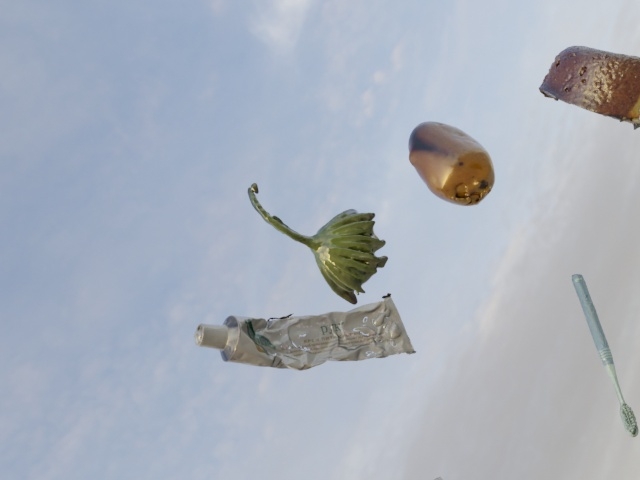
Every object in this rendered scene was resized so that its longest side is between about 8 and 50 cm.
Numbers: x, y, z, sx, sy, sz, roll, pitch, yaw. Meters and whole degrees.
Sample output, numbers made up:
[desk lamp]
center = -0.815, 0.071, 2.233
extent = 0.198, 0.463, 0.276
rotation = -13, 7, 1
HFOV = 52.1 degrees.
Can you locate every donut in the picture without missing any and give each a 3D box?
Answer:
[donut]
center = 0.526, -0.300, 1.248
extent = 0.144, 0.187, 0.126
rotation = 12, -73, -9

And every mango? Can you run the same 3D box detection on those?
[mango]
center = 0.324, -0.192, 1.638
extent = 0.201, 0.287, 0.153
rotation = -9, -53, -22

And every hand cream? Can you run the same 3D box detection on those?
[hand cream]
center = -0.017, 0.109, 0.753
extent = 0.256, 0.084, 0.050
rotation = -1, -39, -24

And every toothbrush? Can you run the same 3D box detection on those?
[toothbrush]
center = 0.338, 0.129, 0.786
extent = 0.019, 0.016, 0.220
rotation = 56, -156, -44

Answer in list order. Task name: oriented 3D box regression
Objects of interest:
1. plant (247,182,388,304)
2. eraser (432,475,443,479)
[plant]
center = -0.017, 0.022, 1.549
extent = 0.333, 0.251, 0.180
rotation = 5, -43, -16
[eraser]
center = 0.368, 0.800, 1.891
extent = 0.124, 0.210, 0.068
rotation = -3, -45, -49
